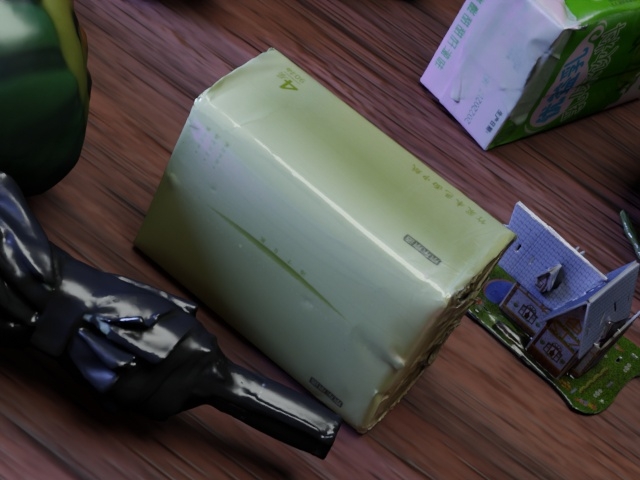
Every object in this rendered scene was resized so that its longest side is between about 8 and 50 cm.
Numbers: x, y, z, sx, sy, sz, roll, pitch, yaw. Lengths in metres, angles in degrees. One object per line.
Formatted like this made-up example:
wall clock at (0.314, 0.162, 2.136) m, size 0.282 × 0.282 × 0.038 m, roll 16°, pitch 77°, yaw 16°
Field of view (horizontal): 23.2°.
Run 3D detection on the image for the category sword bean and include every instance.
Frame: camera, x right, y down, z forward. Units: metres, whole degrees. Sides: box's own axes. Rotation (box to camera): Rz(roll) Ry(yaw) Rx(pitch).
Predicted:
sword bean at (0.285, 0.005, 1.399) m, size 0.012 × 0.012 × 0.083 m, roll 3°, pitch 48°, yaw -27°

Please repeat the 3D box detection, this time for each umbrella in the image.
umbrella at (-0.142, 0.057, 1.029) m, size 0.340 × 0.118 × 0.118 m, roll 25°, pitch 41°, yaw -4°

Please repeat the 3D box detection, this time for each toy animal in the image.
toy animal at (-0.282, -0.170, 1.128) m, size 0.191 × 0.216 × 0.338 m, roll -20°, pitch 60°, yaw -10°

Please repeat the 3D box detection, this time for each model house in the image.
model house at (0.201, 0.042, 1.254) m, size 0.167 × 0.088 × 0.117 m, roll 45°, pitch 44°, yaw 17°

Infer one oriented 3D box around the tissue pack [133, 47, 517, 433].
tissue pack at (0.000, 0.000, 1.129) m, size 0.234 × 0.159 × 0.125 m, roll 39°, pitch 42°, yaw 11°

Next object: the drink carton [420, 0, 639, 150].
drink carton at (0.242, -0.197, 1.463) m, size 0.271 × 0.161 × 0.108 m, roll -21°, pitch 61°, yaw -42°
